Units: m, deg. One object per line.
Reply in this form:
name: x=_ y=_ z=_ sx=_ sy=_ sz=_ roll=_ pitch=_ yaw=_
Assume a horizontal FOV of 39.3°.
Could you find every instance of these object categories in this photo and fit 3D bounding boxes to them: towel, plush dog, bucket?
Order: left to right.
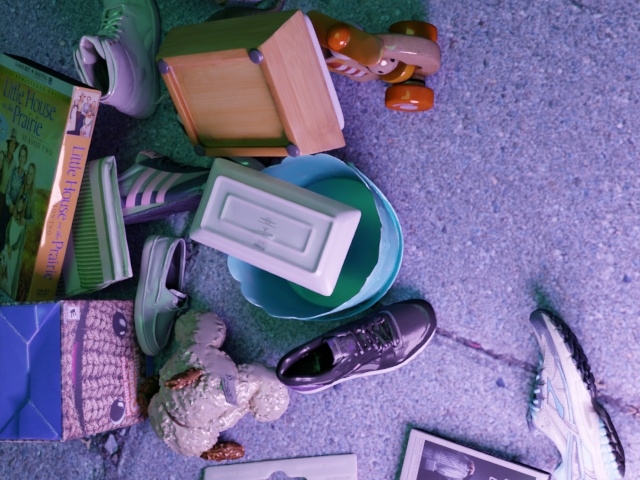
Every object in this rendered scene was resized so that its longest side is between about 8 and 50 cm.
towel: x=-0.478 y=-0.008 z=1.704 sx=0.325 sy=0.038 sz=0.247 roll=-17 pitch=79 yaw=40
plush dog: x=-0.218 y=0.286 z=1.579 sx=0.262 sy=0.211 sz=0.225 roll=37 pitch=122 yaw=18
bucket: x=0.000 y=0.000 z=1.505 sx=0.281 sy=0.183 sz=0.281 roll=-1 pitch=87 yaw=20

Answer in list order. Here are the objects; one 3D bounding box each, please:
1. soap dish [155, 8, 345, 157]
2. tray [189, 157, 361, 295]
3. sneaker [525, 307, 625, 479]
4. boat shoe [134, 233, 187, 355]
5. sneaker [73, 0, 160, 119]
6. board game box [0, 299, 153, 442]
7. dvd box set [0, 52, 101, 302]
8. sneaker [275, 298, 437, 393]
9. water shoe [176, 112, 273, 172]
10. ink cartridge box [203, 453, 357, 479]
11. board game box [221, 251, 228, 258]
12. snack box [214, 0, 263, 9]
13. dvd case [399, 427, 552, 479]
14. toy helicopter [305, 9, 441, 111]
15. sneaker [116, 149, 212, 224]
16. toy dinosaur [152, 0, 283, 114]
soap dish: x=-0.119 y=-0.241 z=1.449 sx=0.291 sy=0.118 sz=0.228 roll=4 pitch=125 yaw=39
tray: x=-0.082 y=-0.026 z=1.423 sx=0.270 sy=0.030 sz=0.145 roll=22 pitch=96 yaw=20
sneaker: x=0.367 y=0.247 z=1.396 sx=0.122 sy=0.110 sz=0.282 roll=-23 pitch=79 yaw=21
boat shoe: x=-0.288 y=0.100 z=1.658 sx=0.081 sy=0.079 sz=0.227 roll=0 pitch=83 yaw=24
sneaker: x=-0.383 y=-0.385 z=1.679 sx=0.108 sy=0.169 sz=0.292 roll=-13 pitch=81 yaw=21
board game box: x=-0.429 y=0.221 z=1.588 sx=0.141 sy=0.291 sz=0.232 roll=-4 pitch=86 yaw=19
dvd box set: x=-0.556 y=-0.117 z=1.692 sx=0.308 sy=0.062 sz=0.420 roll=27 pitch=106 yaw=41
sneaker: x=0.062 y=0.180 z=1.485 sx=0.283 sy=0.124 sz=0.107 roll=-26 pitch=77 yaw=4
water shoe: x=-0.171 y=-0.191 z=1.650 sx=0.203 sy=0.073 sz=0.080 roll=34 pitch=77 yaw=14
ink cartridge box: x=-0.057 y=0.582 z=1.560 sx=0.308 sy=0.091 sz=0.384 roll=-10 pitch=66 yaw=20
board game box: x=-0.157 y=-0.016 z=1.649 sx=0.090 sy=0.020 sz=0.090 roll=45 pitch=101 yaw=16
snack box: x=-0.122 y=-0.468 z=1.623 sx=0.141 sy=0.100 sz=0.037 roll=-26 pitch=77 yaw=17
dvd case: x=0.237 y=0.425 z=1.451 sx=0.239 sy=0.030 sz=0.179 roll=13 pitch=91 yaw=31
toy helicopter: x=0.019 y=-0.305 z=1.481 sx=0.355 sy=0.235 sz=0.140 roll=3 pitch=88 yaw=16
sneaker: x=-0.283 y=-0.115 z=1.648 sx=0.319 sy=0.112 sz=0.131 roll=-12 pitch=83 yaw=21
toy dinosaur: x=-0.178 y=-0.341 z=1.627 sx=0.160 sy=0.121 sz=0.313 roll=33 pitch=102 yaw=5
